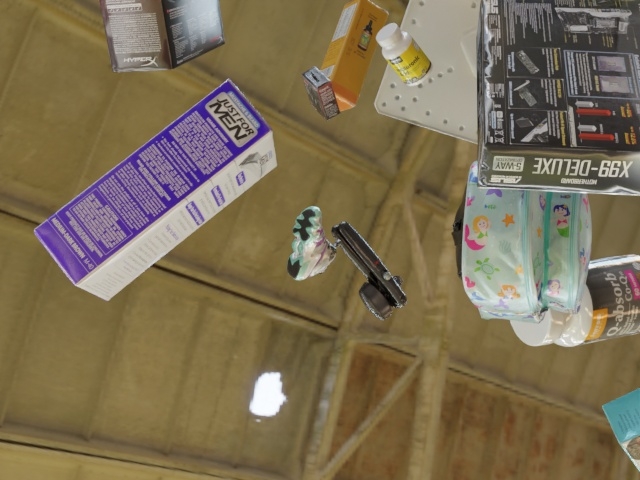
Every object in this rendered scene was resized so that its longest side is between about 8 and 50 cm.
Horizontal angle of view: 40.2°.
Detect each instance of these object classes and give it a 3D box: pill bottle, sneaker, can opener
[{"bbox_3d":[0.157,-0.354,1.655,0.116,0.065,0.065,44,-121,-33],"label":"pill bottle"},{"bbox_3d":[0.000,0.000,1.056,0.069,0.038,0.098,-8,-52,-38],"label":"sneaker"},{"bbox_3d":[0.517,0.120,1.701,0.278,0.162,0.162,-7,-88,-24],"label":"pill bottle"},{"bbox_3d":[0.084,0.045,1.488,0.073,0.059,0.186,-42,-75,-41],"label":"can opener"}]

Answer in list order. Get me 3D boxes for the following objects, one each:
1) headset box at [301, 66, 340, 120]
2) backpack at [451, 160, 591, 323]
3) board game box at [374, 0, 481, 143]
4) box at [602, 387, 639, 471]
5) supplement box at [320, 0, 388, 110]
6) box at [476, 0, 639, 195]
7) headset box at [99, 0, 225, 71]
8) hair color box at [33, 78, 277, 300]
[{"bbox_3d":[0.000,-0.266,1.566,0.032,0.062,0.083,-32,-43,-9],"label":"headset box"},{"bbox_3d":[0.282,0.000,1.232,0.253,0.191,0.225,31,-117,-61],"label":"backpack"},{"bbox_3d":[0.348,-0.401,1.807,0.389,0.050,0.390,15,-74,-12],"label":"board game box"},{"bbox_3d":[0.466,0.187,1.016,0.100,0.244,0.060,48,-161,-35],"label":"box"},{"bbox_3d":[0.063,-0.396,1.859,0.078,0.080,0.234,27,-104,-26],"label":"supplement box"},{"bbox_3d":[0.322,-0.195,1.111,0.077,0.242,0.308,87,-172,-50],"label":"box"},{"bbox_3d":[-0.255,-0.430,1.365,0.218,0.110,0.293,-55,-38,-61],"label":"headset box"},{"bbox_3d":[-0.224,-0.066,1.259,0.338,0.185,0.110,-38,-98,-7],"label":"hair color box"}]
